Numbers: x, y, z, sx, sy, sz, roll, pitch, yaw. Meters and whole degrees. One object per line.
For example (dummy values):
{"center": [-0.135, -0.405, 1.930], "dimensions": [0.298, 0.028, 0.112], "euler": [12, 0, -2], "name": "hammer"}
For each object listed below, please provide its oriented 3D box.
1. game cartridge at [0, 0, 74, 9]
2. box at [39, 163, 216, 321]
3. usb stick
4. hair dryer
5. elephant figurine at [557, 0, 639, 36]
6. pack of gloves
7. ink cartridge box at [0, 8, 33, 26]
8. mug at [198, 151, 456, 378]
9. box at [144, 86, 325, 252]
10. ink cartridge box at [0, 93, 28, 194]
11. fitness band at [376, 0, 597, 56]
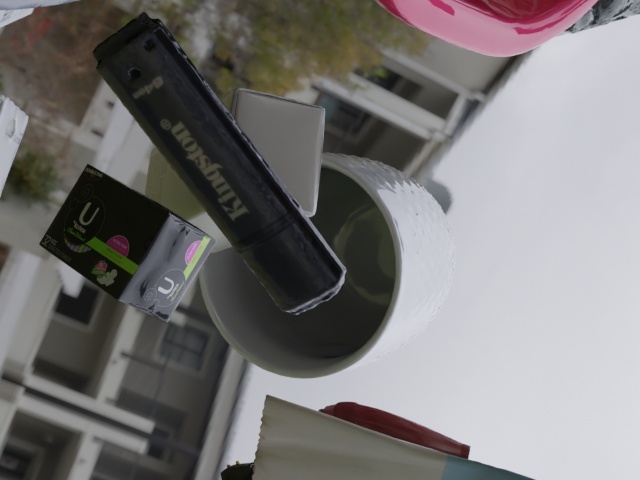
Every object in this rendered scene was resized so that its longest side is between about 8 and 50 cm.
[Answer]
{"center": [-0.290, -0.267, 0.851], "dimensions": [0.060, 0.294, 0.196], "euler": [-23, -105, 45], "name": "game cartridge"}
{"center": [-0.120, 0.001, 0.721], "dimensions": [0.083, 0.052, 0.062], "euler": [29, -93, 36], "name": "box"}
{"center": [-0.080, -0.057, 0.949], "dimensions": [0.077, 0.278, 0.045], "euler": [-24, -161, 40], "name": "usb stick"}
{"center": [0.048, 0.304, 1.410], "dimensions": [0.293, 0.224, 0.080], "euler": [-29, -175, 12], "name": "hair dryer"}
{"center": [0.293, -0.368, 1.367], "dimensions": [0.186, 0.169, 0.240], "euler": [-171, -114, -72], "name": "elephant figurine"}
{"center": [0.076, 0.171, 0.615], "dimensions": [0.046, 0.232, 0.195], "euler": [-63, 166, -49], "name": "pack of gloves"}
{"center": [-0.343, -0.272, 1.080], "dimensions": [0.128, 0.127, 0.176], "euler": [-53, 179, 33], "name": "ink cartridge box"}
{"center": [0.000, 0.000, 1.555], "dimensions": [0.276, 0.374, 0.328], "euler": [-63, 159, 14], "name": "mug"}
{"center": [-0.095, -0.061, 1.163], "dimensions": [0.275, 0.094, 0.113], "euler": [165, -68, -65], "name": "box"}
{"center": [-0.493, -0.142, 1.332], "dimensions": [0.197, 0.272, 0.114], "euler": [168, -62, -83], "name": "ink cartridge box"}
{"center": [0.124, -0.219, 0.721], "dimensions": [0.054, 0.290, 0.209], "euler": [46, -68, 28], "name": "fitness band"}
